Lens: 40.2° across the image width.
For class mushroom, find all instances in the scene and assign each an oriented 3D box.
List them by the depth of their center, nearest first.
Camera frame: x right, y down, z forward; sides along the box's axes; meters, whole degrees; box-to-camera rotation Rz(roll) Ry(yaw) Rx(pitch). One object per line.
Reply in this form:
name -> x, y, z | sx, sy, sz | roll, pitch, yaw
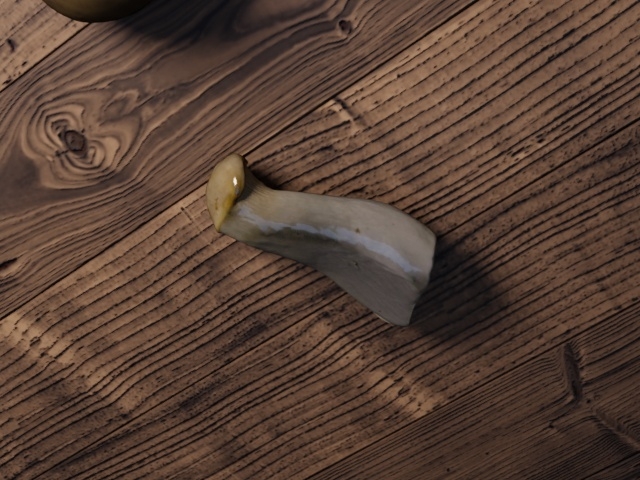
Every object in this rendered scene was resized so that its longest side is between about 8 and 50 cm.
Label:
mushroom -> 0.000, 0.000, 1.151 | 0.329, 0.122, 0.159 | 22, 106, -9

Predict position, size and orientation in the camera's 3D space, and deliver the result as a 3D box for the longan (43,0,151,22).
longan -> -0.262, -0.335, 0.965 | 0.205, 0.159, 0.184 | 23, 122, -4
